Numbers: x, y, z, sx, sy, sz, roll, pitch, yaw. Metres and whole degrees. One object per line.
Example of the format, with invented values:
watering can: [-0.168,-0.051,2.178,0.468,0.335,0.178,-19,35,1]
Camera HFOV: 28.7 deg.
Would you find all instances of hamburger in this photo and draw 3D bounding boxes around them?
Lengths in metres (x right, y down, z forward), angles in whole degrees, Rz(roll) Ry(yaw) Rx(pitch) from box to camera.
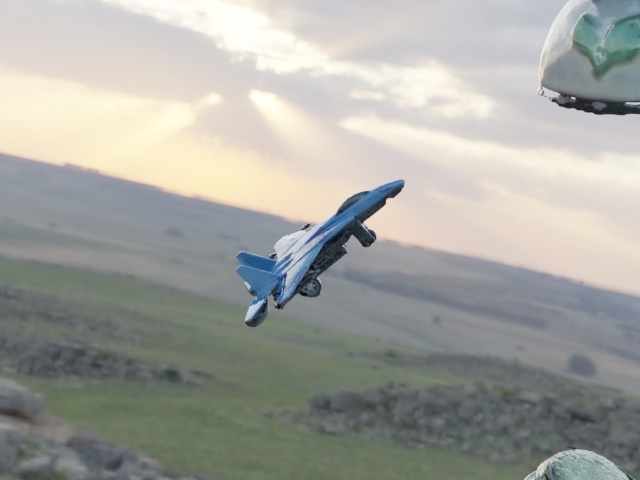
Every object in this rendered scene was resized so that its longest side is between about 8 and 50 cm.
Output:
hamburger: [0.301,0.294,1.416,0.140,0.062,0.133,4,34,-36]

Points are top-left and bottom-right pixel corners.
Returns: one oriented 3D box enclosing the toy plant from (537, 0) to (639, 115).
toy plant: [0.348,-0.320,1.377,0.247,0.332,0.247,-5,20,2]

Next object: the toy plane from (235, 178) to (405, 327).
toy plane: [0.005,0.006,1.503,0.078,0.246,0.169,57,10,-22]
